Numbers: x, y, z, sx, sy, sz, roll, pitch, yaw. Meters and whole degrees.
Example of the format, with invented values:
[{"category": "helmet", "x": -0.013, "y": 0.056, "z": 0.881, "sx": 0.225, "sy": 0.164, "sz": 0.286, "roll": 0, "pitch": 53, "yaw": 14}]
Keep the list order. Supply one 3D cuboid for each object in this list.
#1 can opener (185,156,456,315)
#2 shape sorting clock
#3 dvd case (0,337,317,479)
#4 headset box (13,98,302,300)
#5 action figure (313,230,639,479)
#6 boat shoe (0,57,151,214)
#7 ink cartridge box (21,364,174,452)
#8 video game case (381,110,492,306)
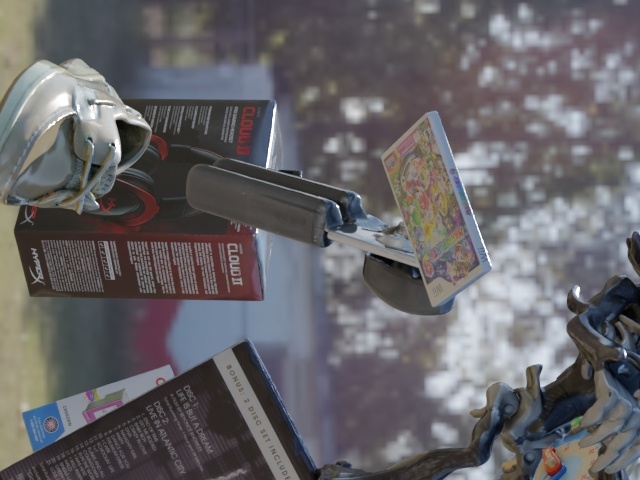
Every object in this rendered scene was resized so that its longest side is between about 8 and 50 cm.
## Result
[{"category": "can opener", "x": 0.000, "y": 0.000, "z": 1.733, "sx": 0.076, "sy": 0.283, "sz": 0.095, "roll": -21, "pitch": 121, "yaw": -54}, {"category": "shape sorting clock", "x": 0.264, "y": 0.257, "z": 2.062, "sx": 0.040, "sy": 0.206, "sz": 0.206, "roll": 50, "pitch": 11, "yaw": -16}, {"category": "dvd case", "x": -0.099, "y": 0.179, "z": 1.049, "sx": 0.165, "sy": 0.221, "sz": 0.018, "roll": 62, "pitch": 2, "yaw": 5}, {"category": "headset box", "x": -0.168, "y": -0.048, "z": 2.056, "sx": 0.110, "sy": 0.293, "sz": 0.218, "roll": 85, "pitch": 9, "yaw": -46}, {"category": "action figure", "x": 0.143, "y": 0.109, "z": 0.992, "sx": 0.164, "sy": 0.275, "sz": 0.141, "roll": 60, "pitch": 0, "yaw": -37}, {"category": "boat shoe", "x": -0.201, "y": -0.075, "z": 1.478, "sx": 0.109, "sy": 0.098, "sz": 0.302, "roll": -56, "pitch": 180, "yaw": 12}, {"category": "ink cartridge box", "x": -0.157, "y": 0.159, "z": 1.433, "sx": 0.052, "sy": 0.122, "sz": 0.088, "roll": 87, "pitch": -17, "yaw": -57}, {"category": "video game case", "x": 0.082, "y": -0.022, "z": 1.349, "sx": 0.087, "sy": 0.011, "sz": 0.122, "roll": -43, "pitch": -117, "yaw": 61}]
